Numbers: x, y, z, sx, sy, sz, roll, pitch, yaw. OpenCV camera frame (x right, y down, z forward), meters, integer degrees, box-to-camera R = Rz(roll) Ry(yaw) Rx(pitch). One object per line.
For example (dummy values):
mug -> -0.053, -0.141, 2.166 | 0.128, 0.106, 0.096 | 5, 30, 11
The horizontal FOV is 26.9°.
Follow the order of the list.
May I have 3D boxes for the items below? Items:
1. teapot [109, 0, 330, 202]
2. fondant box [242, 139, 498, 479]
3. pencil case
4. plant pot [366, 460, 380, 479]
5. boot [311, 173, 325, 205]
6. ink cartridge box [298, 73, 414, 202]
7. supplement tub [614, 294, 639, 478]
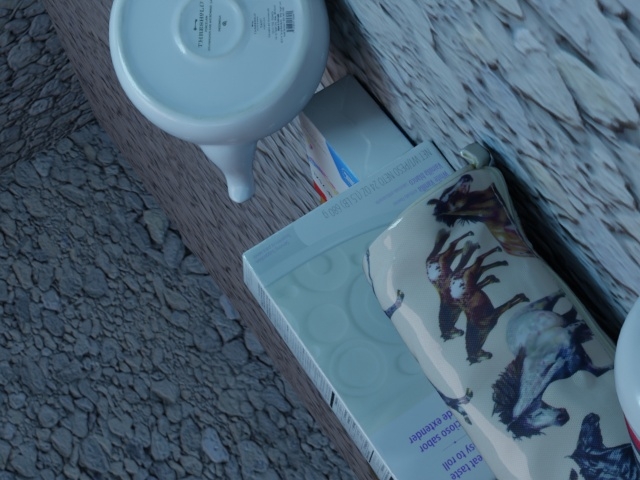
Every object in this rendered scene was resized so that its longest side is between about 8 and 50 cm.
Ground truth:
teapot -> -0.101, -0.219, 1.464 | 0.252, 0.256, 0.187 | 43, -178, 8
fondant box -> 0.107, 0.095, 1.367 | 0.330, 0.238, 0.096 | 55, 167, 14
pencil case -> 0.201, 0.114, 1.225 | 0.410, 0.183, 0.160 | 55, -165, 15
plant pot -> 0.149, 0.268, 1.909 | 0.167, 0.167, 0.165 | 52, 160, 27
boot -> 0.000, 0.000, 1.789 | 0.197, 0.152, 0.073 | 59, 169, -7
ink cartridge box -> 0.051, -0.071, 1.565 | 0.134, 0.078, 0.231 | 52, 168, 27
supplement tub -> 0.293, 0.144, 0.814 | 0.191, 0.191, 0.272 | 45, 163, 48
